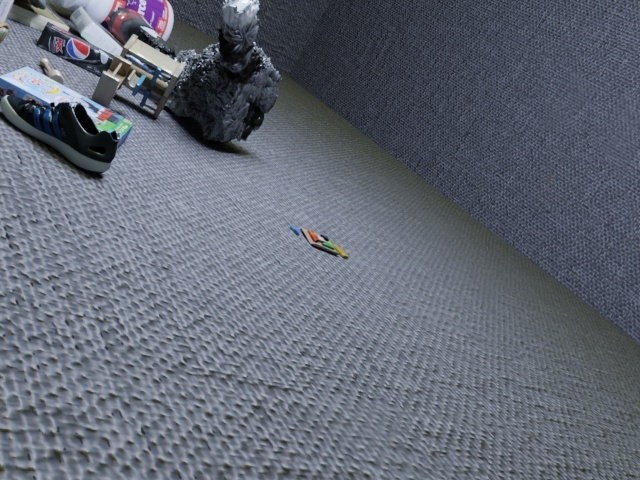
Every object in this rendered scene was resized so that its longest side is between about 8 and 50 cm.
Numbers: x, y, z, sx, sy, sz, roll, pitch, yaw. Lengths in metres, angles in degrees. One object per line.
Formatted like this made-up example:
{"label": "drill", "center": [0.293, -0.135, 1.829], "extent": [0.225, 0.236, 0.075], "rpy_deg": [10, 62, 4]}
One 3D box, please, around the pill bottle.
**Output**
{"label": "pill bottle", "center": [-0.615, -0.702, 2.331], "extent": [0.181, 0.181, 0.323], "rpy_deg": [41, 17, 35]}

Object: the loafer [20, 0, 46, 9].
{"label": "loafer", "center": [-0.727, -0.618, 1.881], "extent": [0.087, 0.094, 0.251], "rpy_deg": [-6, 22, -28]}

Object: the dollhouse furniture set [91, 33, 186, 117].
{"label": "dollhouse furniture set", "center": [-0.394, -0.319, 1.641], "extent": [0.129, 0.129, 0.184], "rpy_deg": [28, 38, -12]}

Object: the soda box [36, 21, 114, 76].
{"label": "soda box", "center": [-0.564, -0.440, 1.787], "extent": [0.169, 0.053, 0.060], "rpy_deg": [24, 15, -24]}

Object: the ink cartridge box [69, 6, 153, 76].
{"label": "ink cartridge box", "center": [-0.582, -0.537, 2.143], "extent": [0.224, 0.056, 0.181], "rpy_deg": [44, 3, -39]}

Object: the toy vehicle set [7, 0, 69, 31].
{"label": "toy vehicle set", "center": [-0.773, -0.586, 1.897], "extent": [0.166, 0.035, 0.267], "rpy_deg": [41, 17, 35]}

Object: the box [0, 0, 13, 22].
{"label": "box", "center": [-0.678, -0.544, 1.600], "extent": [0.103, 0.203, 0.114], "rpy_deg": [24, 17, -25]}

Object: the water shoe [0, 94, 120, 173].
{"label": "water shoe", "center": [-0.394, -0.183, 1.185], "extent": [0.203, 0.080, 0.073], "rpy_deg": [33, 13, 7]}

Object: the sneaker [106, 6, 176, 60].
{"label": "sneaker", "center": [-0.484, -0.547, 2.157], "extent": [0.135, 0.097, 0.276], "rpy_deg": [43, 1, 27]}

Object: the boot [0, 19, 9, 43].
{"label": "boot", "center": [-0.721, -0.453, 1.455], "extent": [0.269, 0.089, 0.236], "rpy_deg": [27, 26, -13]}

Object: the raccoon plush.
{"label": "raccoon plush", "center": [-0.256, -0.436, 1.773], "extent": [0.299, 0.446, 0.216], "rpy_deg": [35, 47, 18]}

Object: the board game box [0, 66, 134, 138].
{"label": "board game box", "center": [-0.438, -0.226, 1.333], "extent": [0.211, 0.039, 0.160], "rpy_deg": [27, 15, -12]}

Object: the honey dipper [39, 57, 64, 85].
{"label": "honey dipper", "center": [-0.538, -0.338, 1.537], "extent": [0.030, 0.030, 0.161], "rpy_deg": [21, 15, -35]}

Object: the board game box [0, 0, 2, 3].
{"label": "board game box", "center": [-0.676, -0.400, 1.226], "extent": [0.275, 0.142, 0.144], "rpy_deg": [27, 14, -17]}

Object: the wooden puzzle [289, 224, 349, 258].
{"label": "wooden puzzle", "center": [0.000, 0.000, 1.512], "extent": [0.116, 0.014, 0.078], "rpy_deg": [20, 17, -37]}
